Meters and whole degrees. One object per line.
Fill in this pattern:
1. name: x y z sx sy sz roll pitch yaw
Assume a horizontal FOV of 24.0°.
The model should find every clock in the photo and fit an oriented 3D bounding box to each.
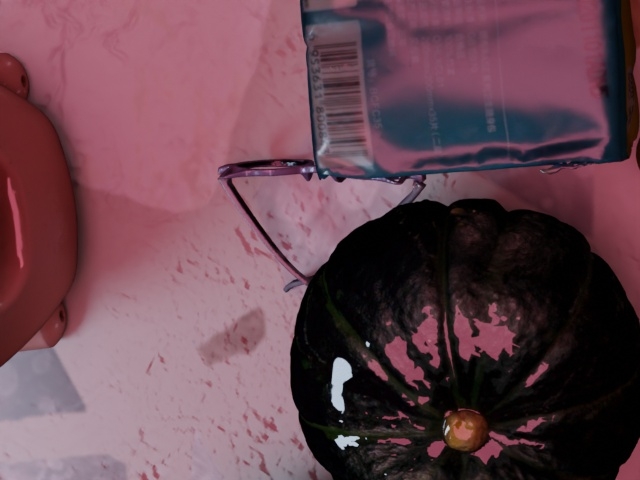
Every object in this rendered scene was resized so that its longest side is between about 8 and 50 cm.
1. clock: -0.257 -0.008 0.966 0.142 0.241 0.227 -6 97 13

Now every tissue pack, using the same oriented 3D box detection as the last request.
1. tissue pack: 0.086 -0.179 0.893 0.192 0.134 0.271 -2 99 15

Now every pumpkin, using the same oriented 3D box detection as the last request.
1. pumpkin: 0.089 0.079 0.917 0.220 0.162 0.220 2 113 6

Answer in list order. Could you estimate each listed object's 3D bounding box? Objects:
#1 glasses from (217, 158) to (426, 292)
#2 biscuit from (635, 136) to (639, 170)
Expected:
1. glasses: 0.000 0.000 0.986 0.140 0.062 0.103 5 102 16
2. biscuit: 0.345 -0.112 0.872 0.237 0.062 0.290 31 107 8
